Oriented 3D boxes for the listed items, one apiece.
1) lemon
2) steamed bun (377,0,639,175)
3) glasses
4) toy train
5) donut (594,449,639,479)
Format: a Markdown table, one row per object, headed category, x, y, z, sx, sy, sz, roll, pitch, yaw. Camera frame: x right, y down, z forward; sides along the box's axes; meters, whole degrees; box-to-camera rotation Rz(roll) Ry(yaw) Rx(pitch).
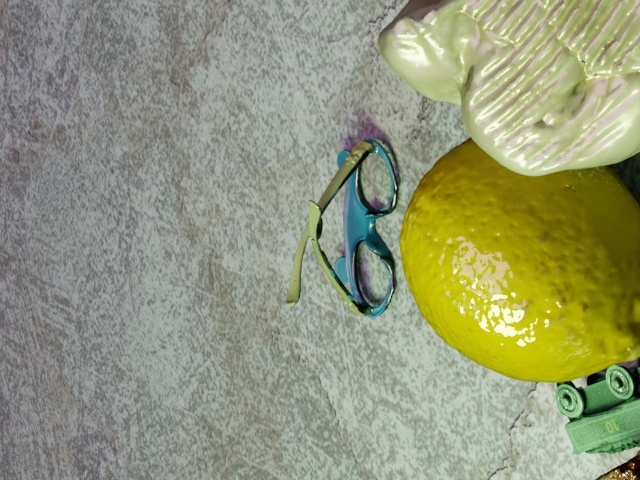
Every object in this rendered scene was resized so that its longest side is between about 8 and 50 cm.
| category | x | y | z | sx | sy | sz | roll | pitch | yaw |
| --- | --- | --- | --- | --- | --- | --- | --- | --- | --- |
| lemon | 0.222 | 0.020 | 1.921 | 0.310 | 0.253 | 0.253 | 43 | 136 | 22 |
| steamed bun | 0.233 | -0.257 | 1.809 | 0.352 | 0.247 | 0.339 | 29 | 116 | 6 |
| glasses | 0.035 | 0.005 | 2.300 | 0.102 | 0.207 | 0.239 | 8 | 114 | 18 |
| toy train | 0.324 | 0.178 | 1.982 | 0.172 | 0.070 | 0.099 | -30 | 82 | 55 |
| donut | 0.380 | 0.225 | 1.850 | 0.085 | 0.141 | 0.217 | 58 | 144 | 12 |
